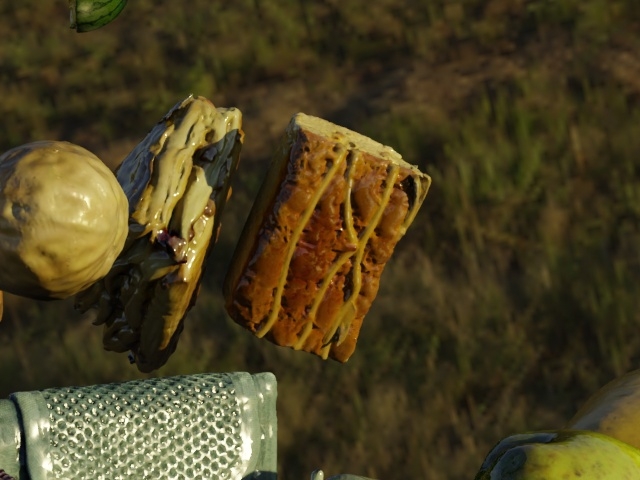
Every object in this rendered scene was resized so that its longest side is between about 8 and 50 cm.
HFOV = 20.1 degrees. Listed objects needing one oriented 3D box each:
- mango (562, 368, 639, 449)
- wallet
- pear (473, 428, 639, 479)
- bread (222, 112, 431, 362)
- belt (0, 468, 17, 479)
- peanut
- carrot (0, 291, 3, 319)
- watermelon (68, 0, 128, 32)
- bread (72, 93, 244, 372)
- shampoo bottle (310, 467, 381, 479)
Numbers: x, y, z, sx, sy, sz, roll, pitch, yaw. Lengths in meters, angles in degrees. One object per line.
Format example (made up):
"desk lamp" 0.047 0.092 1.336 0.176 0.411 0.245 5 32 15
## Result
"mango" 0.417 0.258 2.149 0.445 0.221 0.301 -6 10 -43
"wallet" -0.178 0.258 1.801 0.342 0.237 0.075 -2 -1 -36
"pear" 0.255 0.278 1.670 0.159 0.292 0.292 -16 15 41
"bread" 0.000 0.000 2.246 0.184 0.275 0.114 20 20 -11
"belt" -0.309 0.132 1.001 0.324 0.122 0.260 26 -1 -43
"peanut" -0.209 -0.012 1.287 0.120 0.110 0.236 -33 11 -23
"carrot" -0.340 -0.008 1.765 0.061 0.210 0.061 -5 17 2
"watermelon" -0.202 -0.241 1.638 0.062 0.106 0.105 1 20 -5
"bread" -0.219 -0.010 2.343 0.167 0.324 0.278 18 58 -2
"shampoo bottle" 0.050 0.217 1.300 0.085 0.085 0.262 -4 -14 26
